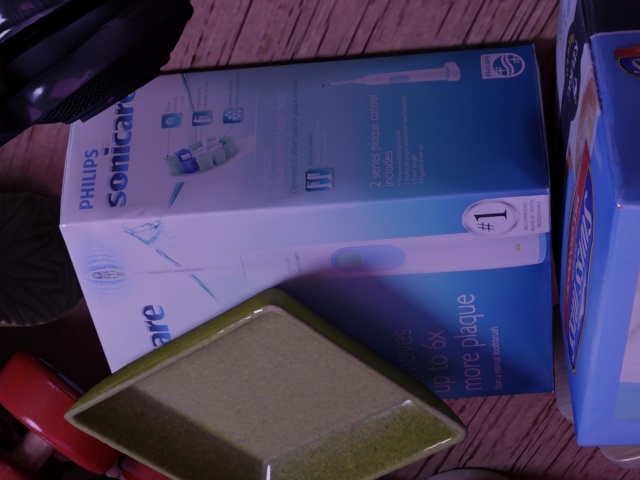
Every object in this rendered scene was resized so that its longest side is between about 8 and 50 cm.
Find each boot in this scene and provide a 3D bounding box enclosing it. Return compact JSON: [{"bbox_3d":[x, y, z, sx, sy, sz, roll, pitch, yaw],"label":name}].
[{"bbox_3d":[-0.326,0.032,1.237,0.270,0.089,0.236,-9,179,36],"label":"boot"}]

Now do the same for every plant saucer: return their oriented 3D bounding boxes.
[{"bbox_3d":[-0.033,0.101,1.170,0.188,0.045,0.188,-28,133,33],"label":"plant saucer"}]

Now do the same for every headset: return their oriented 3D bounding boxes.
[{"bbox_3d":[-0.126,-0.179,0.893,0.394,0.243,0.185,-13,176,-31],"label":"headset"}]

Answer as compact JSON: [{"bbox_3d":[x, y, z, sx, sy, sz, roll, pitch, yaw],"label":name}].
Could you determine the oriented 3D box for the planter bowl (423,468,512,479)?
[{"bbox_3d":[0.122,0.257,1.499,0.162,0.109,0.162,0,141,0],"label":"planter bowl"}]

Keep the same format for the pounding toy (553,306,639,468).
[{"bbox_3d":[0.270,0.055,1.247,0.270,0.154,0.155,-7,143,38],"label":"pounding toy"}]

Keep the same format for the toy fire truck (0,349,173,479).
[{"bbox_3d":[-0.214,0.173,1.330,0.302,0.254,0.169,39,86,-39],"label":"toy fire truck"}]

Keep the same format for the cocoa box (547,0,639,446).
[{"bbox_3d":[0.317,-0.032,1.066,0.347,0.228,0.231,-1,140,1],"label":"cocoa box"}]

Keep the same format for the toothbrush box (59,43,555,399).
[{"bbox_3d":[0.000,0.000,1.182,0.296,0.126,0.216,-3,141,5],"label":"toothbrush box"}]
